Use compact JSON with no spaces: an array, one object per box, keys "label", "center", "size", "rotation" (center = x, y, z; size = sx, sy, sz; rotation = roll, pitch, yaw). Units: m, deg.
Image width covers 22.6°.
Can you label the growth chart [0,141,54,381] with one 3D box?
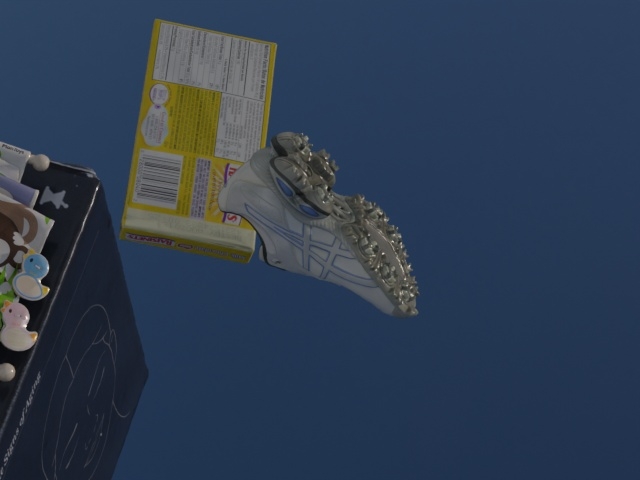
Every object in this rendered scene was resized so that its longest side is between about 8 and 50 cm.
[{"label":"growth chart","center":[-0.318,0.002,1.407],"size":[0.021,0.172,0.237],"rotation":[128,-28,-57]}]

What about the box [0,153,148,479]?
[{"label":"box","center":[-0.398,0.211,1.610],"size":[0.297,0.471,0.480],"rotation":[14,-118,6]}]

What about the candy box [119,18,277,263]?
[{"label":"candy box","center":[-0.096,-0.083,1.281],"size":[0.027,0.105,0.206],"rotation":[120,-21,-56]}]

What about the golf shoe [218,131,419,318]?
[{"label":"golf shoe","center":[0.000,0.000,1.166],"size":[0.086,0.176,0.069],"rotation":[-30,-154,27]}]
